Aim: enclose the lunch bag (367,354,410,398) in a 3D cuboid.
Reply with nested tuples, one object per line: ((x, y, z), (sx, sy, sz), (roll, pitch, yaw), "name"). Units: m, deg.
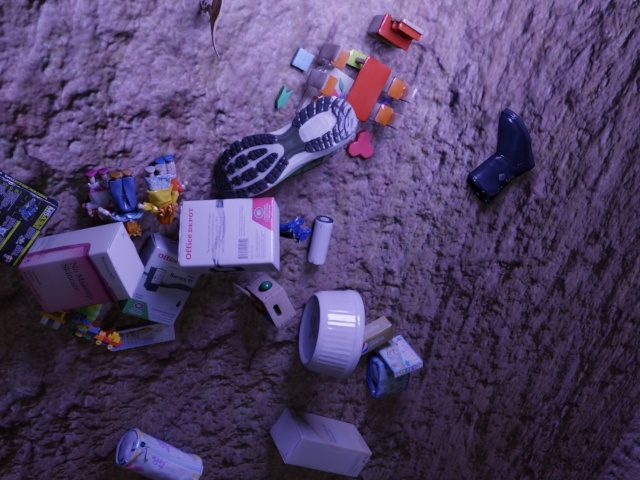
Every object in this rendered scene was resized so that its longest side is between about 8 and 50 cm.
((0.231, 0.457, 2.206), (0.128, 0.096, 0.151), (-10, 110, -20), "lunch bag")

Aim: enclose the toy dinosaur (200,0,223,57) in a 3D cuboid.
((-0.238, -0.516, 1.469), (0.053, 0.093, 0.183), (7, 113, -27), "toy dinosaur")

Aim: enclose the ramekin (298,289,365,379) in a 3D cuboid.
((0.025, 0.272, 1.921), (0.127, 0.273, 0.273), (10, 112, -15), "ramekin")

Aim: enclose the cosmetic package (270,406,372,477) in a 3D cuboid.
((0.003, 0.681, 2.187), (0.309, 0.160, 0.113), (25, 103, -34), "cosmetic package")

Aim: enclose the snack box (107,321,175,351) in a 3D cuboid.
((-0.499, 0.263, 1.815), (0.178, 0.022, 0.064), (-8, 120, -20), "snack box")

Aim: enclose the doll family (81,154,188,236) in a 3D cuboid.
((-0.445, -0.096, 1.587), (0.262, 0.118, 0.163), (-13, 121, -18), "doll family")

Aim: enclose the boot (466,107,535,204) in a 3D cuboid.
((0.534, -0.246, 1.963), (0.207, 0.094, 0.246), (-38, 131, -6), "boot")

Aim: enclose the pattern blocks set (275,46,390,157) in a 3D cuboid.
((0.042, -0.365, 1.719), (0.324, 0.026, 0.286), (9, 112, -28), "pattern blocks set")

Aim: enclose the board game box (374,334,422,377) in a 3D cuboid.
((0.254, 0.379, 2.138), (0.103, 0.154, 0.026), (-18, 122, -14), "board game box")

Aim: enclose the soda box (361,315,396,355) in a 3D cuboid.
((0.151, 0.321, 2.116), (0.181, 0.061, 0.058), (-28, 124, -9), "soda box")

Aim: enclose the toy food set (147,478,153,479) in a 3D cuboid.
((-0.519, 0.778, 2.085), (0.082, 0.020, 0.083), (-41, 126, 1), "toy food set")

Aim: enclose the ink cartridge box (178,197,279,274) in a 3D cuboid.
((-0.227, -0.009, 1.640), (0.237, 0.172, 0.100), (-2, 165, 6), "ink cartridge box")

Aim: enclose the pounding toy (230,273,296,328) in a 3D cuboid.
((-0.164, 0.166, 1.862), (0.100, 0.130, 0.141), (-36, 126, -18), "pounding toy")

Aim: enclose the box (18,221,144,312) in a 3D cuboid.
((-0.571, 0.067, 1.565), (0.232, 0.127, 0.149), (-11, 123, 9), "box")

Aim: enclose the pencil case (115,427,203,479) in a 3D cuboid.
((-0.489, 0.669, 1.982), (0.124, 0.114, 0.273), (-33, 129, 22), "pencil case")

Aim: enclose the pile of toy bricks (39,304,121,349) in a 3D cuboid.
((-0.607, 0.198, 1.694), (0.212, 0.118, 0.105), (26, 83, -16), "pile of toy bricks")

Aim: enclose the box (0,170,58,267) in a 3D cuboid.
((-0.748, -0.055, 1.519), (0.184, 0.045, 0.191), (33, 99, -36), "box")

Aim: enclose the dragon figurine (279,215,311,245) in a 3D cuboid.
((-0.172, -0.004, 1.745), (0.289, 0.144, 0.085), (-24, 123, -11), "dragon figurine")

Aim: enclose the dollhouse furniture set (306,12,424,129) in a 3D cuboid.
((0.140, -0.430, 1.635), (0.261, 0.135, 0.259), (21, 101, -32), "dollhouse furniture set")

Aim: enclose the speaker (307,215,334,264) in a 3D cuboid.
((0.000, 0.000, 1.879), (0.055, 0.055, 0.136), (0, 117, -24), "speaker")

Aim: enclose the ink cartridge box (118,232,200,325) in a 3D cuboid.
((-0.421, 0.105, 1.726), (0.153, 0.087, 0.209), (22, 105, -32), "ink cartridge box")

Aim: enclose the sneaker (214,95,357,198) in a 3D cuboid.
((-0.075, -0.208, 1.666), (0.410, 0.158, 0.182), (-23, 165, 14), "sneaker")
